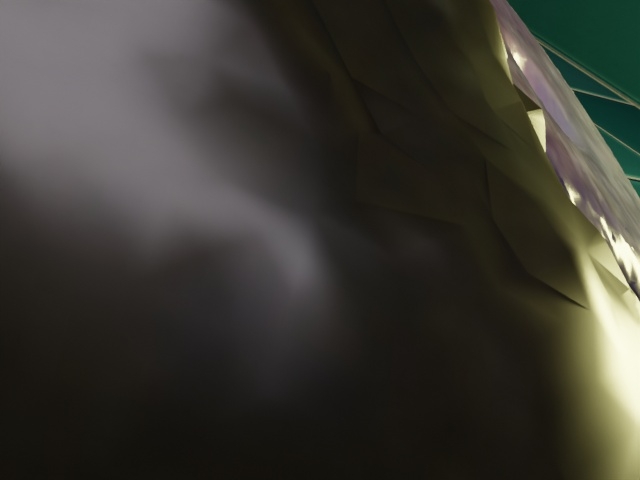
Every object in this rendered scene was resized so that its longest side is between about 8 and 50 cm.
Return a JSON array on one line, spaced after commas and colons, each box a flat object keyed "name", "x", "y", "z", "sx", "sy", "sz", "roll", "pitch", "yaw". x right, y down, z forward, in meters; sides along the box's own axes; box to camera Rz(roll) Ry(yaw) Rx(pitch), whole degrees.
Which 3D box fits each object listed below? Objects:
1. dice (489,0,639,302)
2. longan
[{"name": "dice", "x": 0.000, "y": 0.000, "z": 0.896, "sx": 0.270, "sy": 0.271, "sz": 0.270, "roll": 37, "pitch": 23, "yaw": -51}, {"name": "longan", "x": -0.113, "y": 0.050, "z": 0.537, "sx": 0.404, "sy": 0.404, "sz": 0.436, "roll": 6, "pitch": 58, "yaw": -51}]
